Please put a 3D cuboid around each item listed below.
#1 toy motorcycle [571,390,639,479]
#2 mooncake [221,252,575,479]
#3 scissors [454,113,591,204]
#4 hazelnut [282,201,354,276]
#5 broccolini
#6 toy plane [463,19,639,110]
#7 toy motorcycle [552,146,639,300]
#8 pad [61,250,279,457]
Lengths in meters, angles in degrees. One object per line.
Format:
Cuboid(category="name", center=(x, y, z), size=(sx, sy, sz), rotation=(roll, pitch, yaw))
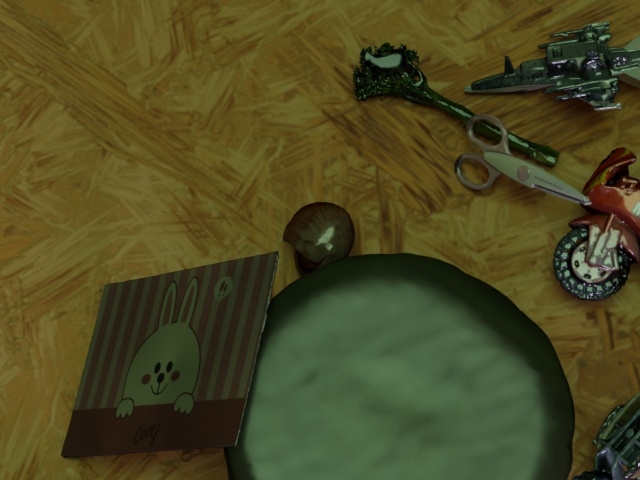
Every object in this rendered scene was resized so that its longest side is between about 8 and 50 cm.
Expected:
Cuboid(category="toy motorcycle", center=(0.346, 0.224, 1.767), size=(0.229, 0.130, 0.094), rotation=(-49, 34, 2))
Cuboid(category="mooncake", center=(0.076, 0.197, 1.744), size=(0.356, 0.194, 0.356), rotation=(0, 70, -1))
Cuboid(category="scissors", center=(0.220, -0.074, 1.879), size=(0.176, 0.022, 0.085), rotation=(29, 109, 36))
Cuboid(category="hazelnut", center=(0.000, 0.000, 1.877), size=(0.086, 0.086, 0.086), rotation=(-1, 70, 2))
Cuboid(category="broccolini", center=(0.154, -0.148, 1.955), size=(0.254, 0.071, 0.057), rotation=(28, 37, 5))
Cuboid(category="toy plane", center=(0.279, -0.196, 1.936), size=(0.234, 0.082, 0.160), rotation=(0, 44, 2))
Cuboid(category="toy motorcycle", center=(0.392, -0.027, 1.864), size=(0.298, 0.089, 0.171), rotation=(-8, 72, 0))
Cuboid(category="pad", center=(-0.158, 0.120, 1.766), size=(0.005, 0.299, 0.202), rotation=(26, 67, -36))
